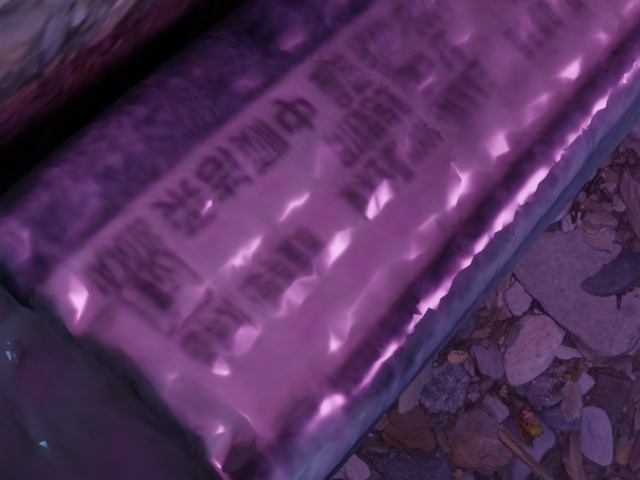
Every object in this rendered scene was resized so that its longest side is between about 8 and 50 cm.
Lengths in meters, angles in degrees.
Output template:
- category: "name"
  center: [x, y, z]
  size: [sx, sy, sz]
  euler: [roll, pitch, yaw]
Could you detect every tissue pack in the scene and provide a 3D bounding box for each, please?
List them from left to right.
- category: "tissue pack"
  center: [0.000, 0.000, 0.589]
  size: [0.394, 0.124, 0.288]
  euler: [-44, 172, -41]
